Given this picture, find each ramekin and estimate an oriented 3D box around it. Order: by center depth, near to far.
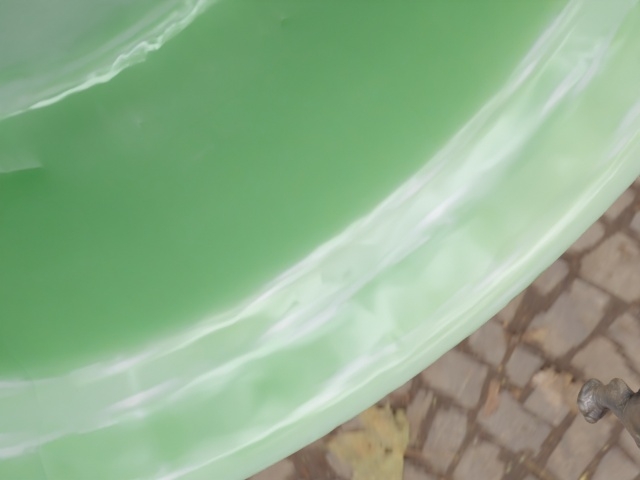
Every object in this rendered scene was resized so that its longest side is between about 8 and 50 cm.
[{"bbox_3d":[-0.040,-0.074,0.410,0.303,0.303,0.148,-35,64,-6],"label":"ramekin"}]

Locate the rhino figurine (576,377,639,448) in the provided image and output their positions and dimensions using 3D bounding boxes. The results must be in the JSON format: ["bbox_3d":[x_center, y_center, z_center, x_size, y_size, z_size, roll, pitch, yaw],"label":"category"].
[{"bbox_3d":[0.248,0.195,1.117,0.073,0.106,0.243,-21,94,-31],"label":"rhino figurine"}]
